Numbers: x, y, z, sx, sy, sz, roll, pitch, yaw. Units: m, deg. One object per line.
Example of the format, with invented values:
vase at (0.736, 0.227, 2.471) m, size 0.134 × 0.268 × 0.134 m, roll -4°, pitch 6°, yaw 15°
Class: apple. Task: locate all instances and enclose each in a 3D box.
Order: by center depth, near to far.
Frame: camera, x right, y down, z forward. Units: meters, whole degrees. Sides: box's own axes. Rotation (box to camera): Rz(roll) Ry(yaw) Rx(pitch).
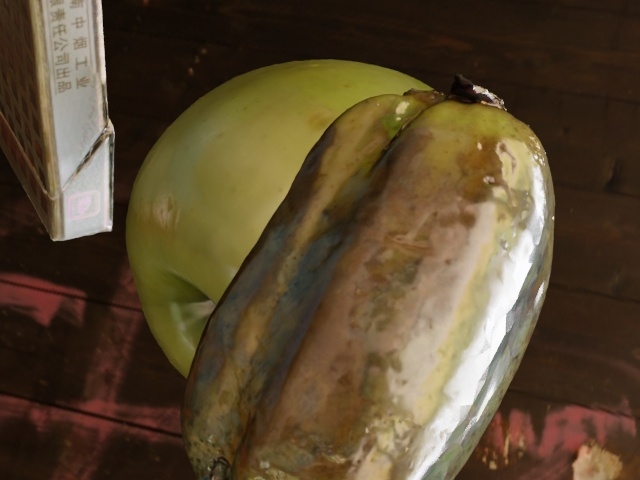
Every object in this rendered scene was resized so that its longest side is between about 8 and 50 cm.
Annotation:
apple at (0.000, 0.000, 0.934) m, size 0.357 × 0.357 × 0.357 m, roll -4°, pitch -118°, yaw 7°

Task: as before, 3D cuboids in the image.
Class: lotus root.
lotus root at (0.033, 0.049, 0.549) m, size 0.152 × 0.160 × 0.274 m, roll 27°, pitch -96°, yaw 35°

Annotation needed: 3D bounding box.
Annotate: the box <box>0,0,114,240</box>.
box at (-0.183, -0.176, 0.606) m, size 0.047 × 0.324 × 0.180 m, roll -18°, pitch -133°, yaw -26°
